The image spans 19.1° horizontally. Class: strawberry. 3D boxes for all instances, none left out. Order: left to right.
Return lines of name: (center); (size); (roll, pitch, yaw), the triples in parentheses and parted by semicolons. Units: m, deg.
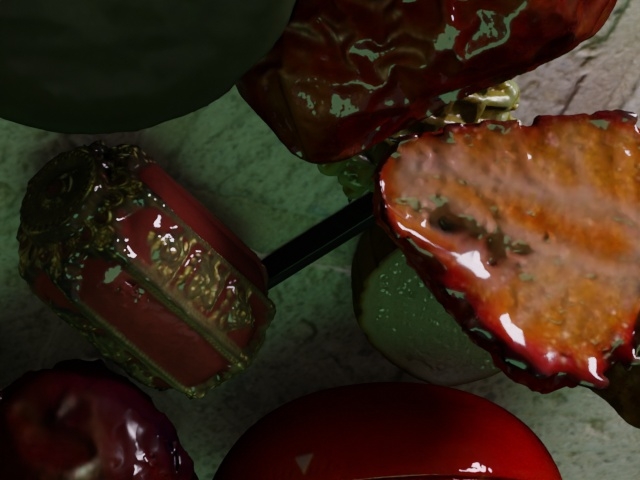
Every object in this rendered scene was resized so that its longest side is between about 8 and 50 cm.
strawberry: (0.185, 0.015, 1.752); (0.280, 0.150, 0.253); (-4, 90, -6)

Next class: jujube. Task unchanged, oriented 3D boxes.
jujube: (-0.241, 0.260, 1.877); (0.258, 0.258, 0.377); (-8, 161, -4)
jujube: (0.088, -0.196, 1.569); (0.342, 0.216, 0.216); (-31, 130, 9)

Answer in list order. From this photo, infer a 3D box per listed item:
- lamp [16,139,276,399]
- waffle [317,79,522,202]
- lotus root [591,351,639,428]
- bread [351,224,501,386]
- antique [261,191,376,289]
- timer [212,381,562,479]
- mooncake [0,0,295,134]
lamp: (-0.162, 0.030, 1.770); (0.177, 0.177, 0.274); (-30, 131, 16)
waffle: (0.079, -0.129, 1.746); (0.214, 0.054, 0.208); (-23, 129, 3)
lotus root: (0.352, 0.037, 1.883); (0.193, 0.193, 0.291); (8, 128, -18)
bread: (0.141, 0.042, 1.905); (0.236, 0.070, 0.236); (-5, 132, -5)
antique: (0.000, 0.000, 1.865); (0.192, 0.031, 0.015); (-32, 137, 17)
timer: (0.068, 0.297, 1.949); (0.378, 0.279, 0.378); (-4, 159, -1)
mooncake: (-0.186, -0.266, 1.479); (0.356, 0.194, 0.356); (-3, 131, -3)
